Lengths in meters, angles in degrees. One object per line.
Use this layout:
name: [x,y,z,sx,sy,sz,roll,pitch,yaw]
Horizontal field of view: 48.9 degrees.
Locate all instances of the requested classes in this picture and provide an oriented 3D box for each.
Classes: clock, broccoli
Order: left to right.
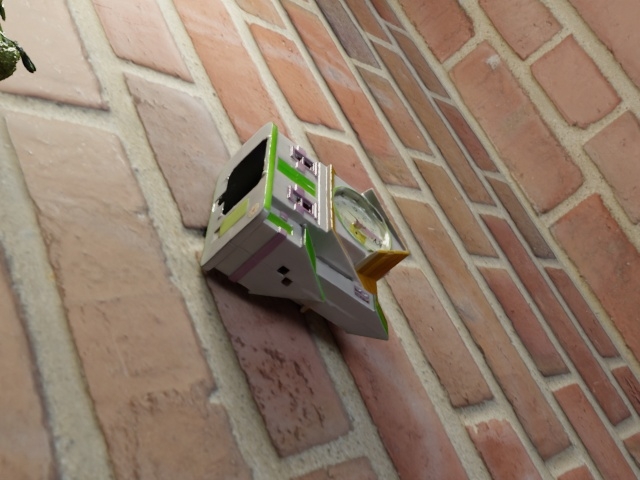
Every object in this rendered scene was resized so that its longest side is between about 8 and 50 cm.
broccoli: [-0.410,-0.242,0.820,0.131,0.120,0.130,22,0,18]
clock: [0.000,0.000,1.051,0.309,0.166,0.235,36,32,-26]
